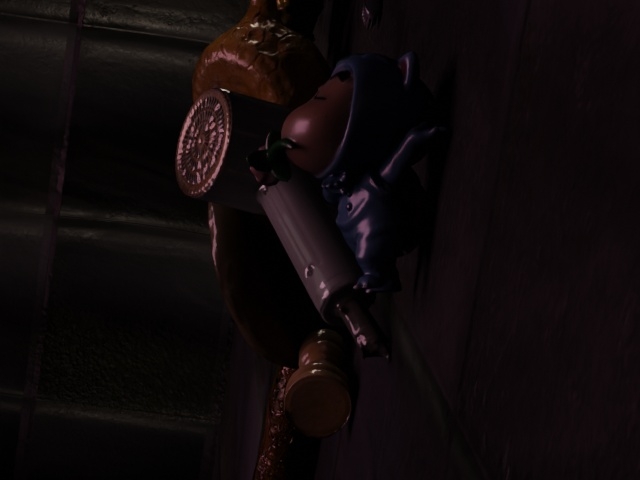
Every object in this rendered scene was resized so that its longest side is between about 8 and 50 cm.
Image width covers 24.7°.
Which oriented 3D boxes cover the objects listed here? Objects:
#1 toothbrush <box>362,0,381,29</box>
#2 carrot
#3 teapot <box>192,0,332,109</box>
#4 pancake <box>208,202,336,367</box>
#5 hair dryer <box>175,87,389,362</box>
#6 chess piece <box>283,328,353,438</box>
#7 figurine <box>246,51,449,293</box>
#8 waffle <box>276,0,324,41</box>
[{"bbox_3d":[0.062,-0.363,1.649,0.031,0.023,0.321,111,166,-55],"label":"toothbrush"},{"bbox_3d":[-0.034,0.216,1.595,0.069,0.068,0.229,-96,16,-68],"label":"carrot"},{"bbox_3d":[-0.051,-0.181,1.922,0.203,0.167,0.311,4,115,44],"label":"teapot"},{"bbox_3d":[-0.040,0.016,1.488,0.242,0.050,0.242,51,-149,-46],"label":"pancake"},{"bbox_3d":[0.000,0.000,1.296,0.108,0.173,0.357,-61,34,27],"label":"hair dryer"},{"bbox_3d":[-0.001,0.131,1.385,0.122,0.066,0.066,-85,4,-70],"label":"chess piece"},{"bbox_3d":[0.019,-0.050,1.076,0.114,0.144,0.178,116,150,-84],"label":"figurine"},{"bbox_3d":[-0.025,-0.358,2.069,0.301,0.058,0.282,-66,-9,-51],"label":"waffle"}]
